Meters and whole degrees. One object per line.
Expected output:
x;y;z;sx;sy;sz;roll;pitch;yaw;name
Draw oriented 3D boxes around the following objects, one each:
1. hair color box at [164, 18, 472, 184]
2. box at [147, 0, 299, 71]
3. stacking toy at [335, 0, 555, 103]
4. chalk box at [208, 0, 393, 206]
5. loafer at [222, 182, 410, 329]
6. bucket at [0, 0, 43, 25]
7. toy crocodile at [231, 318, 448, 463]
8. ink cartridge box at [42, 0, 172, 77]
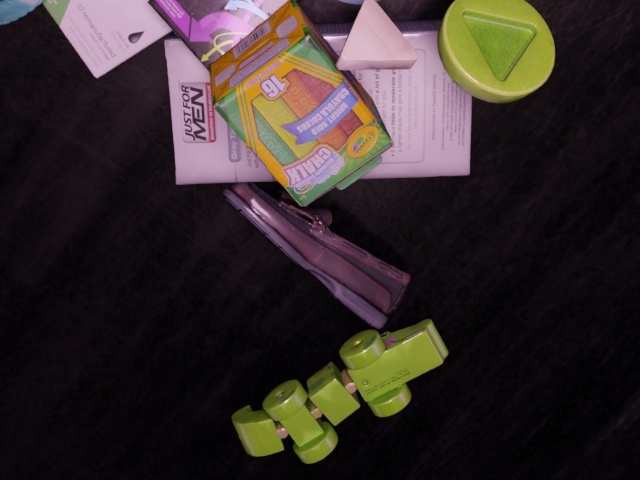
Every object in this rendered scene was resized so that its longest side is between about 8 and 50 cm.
0.000;-0.178;1.218;0.374;0.113;0.185;-2;111;-1;hair color box
-0.102;-0.287;1.109;0.162;0.029;0.116;-41;100;6;box
0.120;-0.270;1.090;0.308;0.130;0.280;6;70;-14;stacking toy
-0.011;-0.139;1.091;0.132;0.132;0.213;-36;119;12;chalk box
0.000;0.000;1.310;0.302;0.109;0.095;41;87;-22;loafer
-0.413;-0.373;1.046;0.281;0.183;0.281;-1;88;17;bucket
0.026;0.218;1.395;0.340;0.105;0.115;-32;109;7;toy crocodile
-0.223;-0.328;1.165;0.219;0.092;0.160;-30;110;11;ink cartridge box
